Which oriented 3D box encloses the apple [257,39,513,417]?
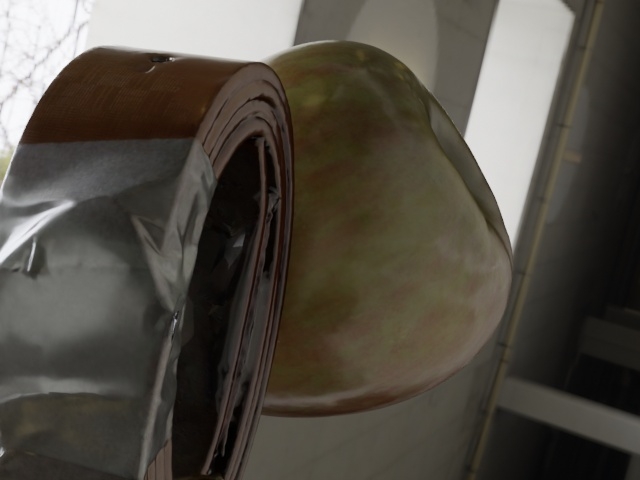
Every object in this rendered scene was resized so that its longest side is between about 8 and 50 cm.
[{"bbox_3d":[0.000,0.000,0.670,0.234,0.257,0.257,-34,-16,17],"label":"apple"}]

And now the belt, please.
[{"bbox_3d":[-0.084,0.037,0.467,0.184,0.105,0.261,35,-112,-74],"label":"belt"}]
